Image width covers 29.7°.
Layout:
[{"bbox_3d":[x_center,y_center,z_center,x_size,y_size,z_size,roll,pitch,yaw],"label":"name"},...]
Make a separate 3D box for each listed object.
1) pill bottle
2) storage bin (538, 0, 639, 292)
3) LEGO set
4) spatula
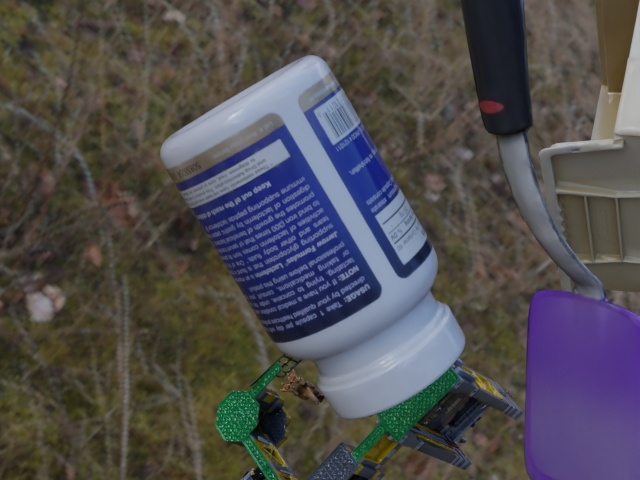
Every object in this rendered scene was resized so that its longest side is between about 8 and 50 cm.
[{"bbox_3d":[0.000,0.000,0.965,0.264,0.153,0.153,59,30,-10],"label":"pill bottle"},{"bbox_3d":[0.291,-0.117,1.104,0.260,0.123,0.262,65,37,-54],"label":"storage bin"},{"bbox_3d":[0.064,0.196,1.372,0.255,0.331,0.192,41,5,39],"label":"LEGO set"},{"bbox_3d":[0.086,-0.024,0.476,0.030,0.084,0.296,-23,109,-24],"label":"spatula"}]
